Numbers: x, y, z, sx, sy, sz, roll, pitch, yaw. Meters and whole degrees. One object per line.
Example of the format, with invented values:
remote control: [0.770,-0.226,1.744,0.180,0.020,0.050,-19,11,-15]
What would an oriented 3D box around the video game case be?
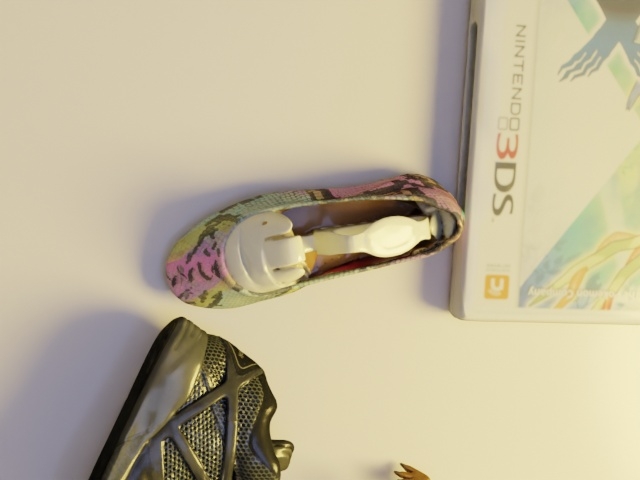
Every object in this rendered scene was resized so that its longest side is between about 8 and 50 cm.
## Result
video game case: [0.266,-0.084,1.449,0.329,0.036,0.300,2,96,-16]

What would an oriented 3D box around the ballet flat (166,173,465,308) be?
ballet flat: [0.000,0.000,1.364,0.221,0.079,0.077,-13,100,-13]

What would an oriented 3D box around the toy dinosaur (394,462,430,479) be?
toy dinosaur: [0.063,0.233,1.428,0.211,0.064,0.112,10,112,-7]

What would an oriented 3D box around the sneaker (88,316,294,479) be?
sneaker: [-0.100,0.182,1.354,0.130,0.087,0.227,28,83,-10]
